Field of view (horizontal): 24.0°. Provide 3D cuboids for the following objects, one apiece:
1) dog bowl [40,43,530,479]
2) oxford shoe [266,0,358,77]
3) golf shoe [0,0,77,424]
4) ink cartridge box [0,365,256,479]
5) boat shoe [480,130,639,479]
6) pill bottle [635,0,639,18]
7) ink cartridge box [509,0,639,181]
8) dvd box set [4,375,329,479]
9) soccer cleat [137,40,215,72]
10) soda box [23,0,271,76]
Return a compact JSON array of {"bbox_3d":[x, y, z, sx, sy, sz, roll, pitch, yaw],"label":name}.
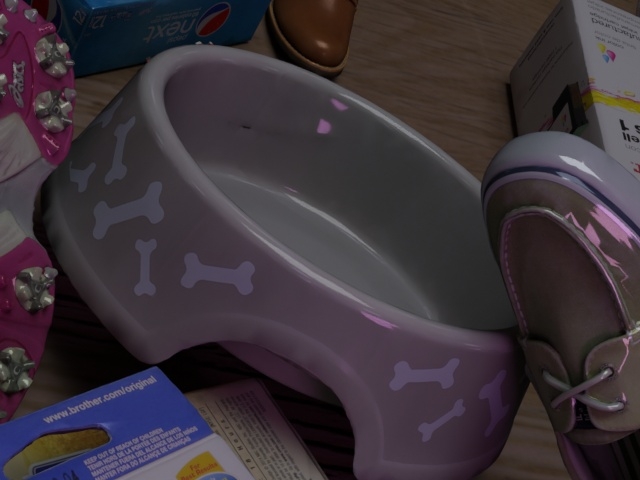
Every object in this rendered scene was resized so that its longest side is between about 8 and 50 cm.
[{"bbox_3d":[0.000,0.000,0.971,0.349,0.102,0.349,27,24,-13],"label":"dog bowl"},{"bbox_3d":[0.002,-0.221,1.301,0.076,0.076,0.212,21,40,-18],"label":"oxford shoe"},{"bbox_3d":[-0.227,0.002,0.868,0.115,0.140,0.306,38,48,-44],"label":"golf shoe"},{"bbox_3d":[-0.056,0.209,0.684,0.186,0.065,0.311,-20,65,-47],"label":"ink cartridge box"},{"bbox_3d":[0.173,0.077,0.865,0.302,0.109,0.094,59,43,-26],"label":"boat shoe"},{"bbox_3d":[0.447,-0.235,1.593,0.229,0.131,0.131,-3,49,-38],"label":"pill bottle"},{"bbox_3d":[0.286,-0.065,1.296,0.201,0.117,0.278,20,39,-17],"label":"ink cartridge box"},{"bbox_3d":[-0.119,0.235,0.711,0.420,0.062,0.307,-11,55,-44],"label":"dvd box set"},{"bbox_3d":[-0.103,-0.129,1.161,0.083,0.029,0.035,-22,71,-44],"label":"soccer cleat"},{"bbox_3d":[-0.130,-0.187,1.166,0.210,0.071,0.067,-20,60,-47],"label":"soda box"}]
